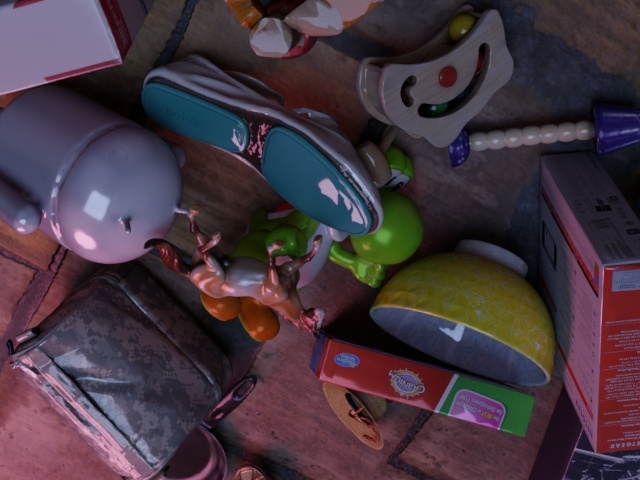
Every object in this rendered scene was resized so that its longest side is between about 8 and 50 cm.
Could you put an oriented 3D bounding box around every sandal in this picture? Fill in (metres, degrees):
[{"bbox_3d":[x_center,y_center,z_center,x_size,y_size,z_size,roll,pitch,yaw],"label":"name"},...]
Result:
[{"bbox_3d":[-0.099,0.446,2.084,0.072,0.049,0.180,-17,131,20],"label":"sandal"}]

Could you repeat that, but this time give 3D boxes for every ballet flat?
[{"bbox_3d":[-0.061,-0.154,1.646,0.400,0.139,0.139,30,119,14],"label":"ballet flat"}]

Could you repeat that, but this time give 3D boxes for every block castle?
[{"bbox_3d":[0.030,-0.460,1.485,0.453,0.213,0.303,-37,98,15],"label":"block castle"}]

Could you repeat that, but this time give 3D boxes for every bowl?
[{"bbox_3d":[0.232,0.092,1.776,0.289,0.289,0.156,25,75,-8],"label":"bowl"}]

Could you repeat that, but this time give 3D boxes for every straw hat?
[{"bbox_3d":[0.074,0.272,1.958,0.061,0.144,0.144,-38,116,-22],"label":"straw hat"}]

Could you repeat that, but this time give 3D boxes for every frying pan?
[{"bbox_3d":[-0.240,0.325,2.024,0.197,0.053,0.326,16,117,-4],"label":"frying pan"}]

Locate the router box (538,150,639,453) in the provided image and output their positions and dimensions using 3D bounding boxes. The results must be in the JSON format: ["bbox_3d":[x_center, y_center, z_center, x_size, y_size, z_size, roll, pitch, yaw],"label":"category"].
[{"bbox_3d":[0.386,0.077,1.668,0.082,0.335,0.301,-6,119,-2],"label":"router box"}]

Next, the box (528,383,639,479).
[{"bbox_3d":[0.527,0.379,1.913,0.313,0.179,0.343,12,119,0],"label":"box"}]

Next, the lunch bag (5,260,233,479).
[{"bbox_3d":[-0.317,0.208,1.830,0.212,0.256,0.305,-38,100,20],"label":"lunch bag"}]

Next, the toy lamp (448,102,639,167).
[{"bbox_3d":[0.322,-0.152,1.698,0.275,0.080,0.080,-5,118,11],"label":"toy lamp"}]

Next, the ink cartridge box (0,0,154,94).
[{"bbox_3d":[-0.341,-0.313,1.558,0.197,0.273,0.114,-12,121,12],"label":"ink cartridge box"}]

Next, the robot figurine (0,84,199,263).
[{"bbox_3d":[-0.335,-0.094,1.665,0.353,0.300,0.199,29,133,34],"label":"robot figurine"}]

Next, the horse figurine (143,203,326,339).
[{"bbox_3d":[-0.108,0.038,1.615,0.263,0.066,0.174,12,141,-1],"label":"horse figurine"}]

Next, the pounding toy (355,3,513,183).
[{"bbox_3d":[0.124,-0.223,1.638,0.269,0.155,0.154,-47,121,-7],"label":"pounding toy"}]

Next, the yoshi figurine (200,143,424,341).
[{"bbox_3d":[0.007,0.016,1.740,0.362,0.203,0.203,-39,100,13],"label":"yoshi figurine"}]

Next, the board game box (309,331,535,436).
[{"bbox_3d":[0.148,0.217,1.825,0.317,0.242,0.064,16,87,-3],"label":"board game box"}]

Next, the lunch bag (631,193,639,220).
[{"bbox_3d":[0.597,0.016,1.670,0.303,0.243,0.115,21,119,-5],"label":"lunch bag"}]
